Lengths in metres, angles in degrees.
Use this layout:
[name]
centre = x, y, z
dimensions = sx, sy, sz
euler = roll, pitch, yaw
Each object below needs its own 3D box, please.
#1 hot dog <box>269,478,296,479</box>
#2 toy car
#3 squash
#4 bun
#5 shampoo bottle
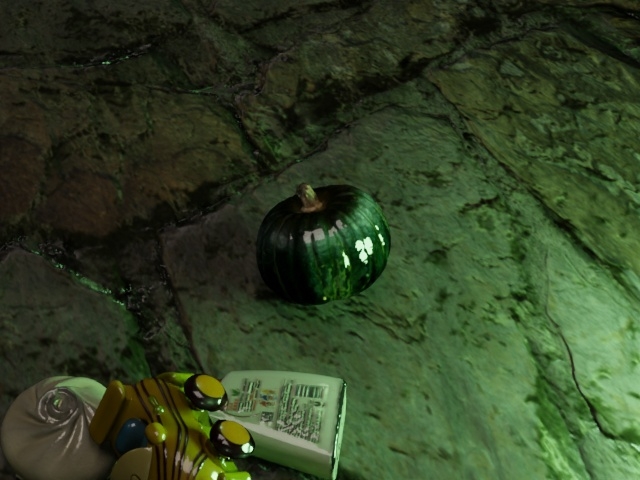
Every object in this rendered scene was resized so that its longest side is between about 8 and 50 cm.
[hot dog]
centre = 0.004, 0.373, 1.468
dimensions = 0.270, 0.082, 0.162
euler = 0, 45, 0
[toy car]
centre = -0.197, 0.278, 1.463
dimensions = 0.142, 0.200, 0.248
euler = 6, 32, -38
[squash]
centre = 0.002, 0.005, 1.790
dimensions = 0.218, 0.172, 0.218
euler = 1, 41, -1
[bun]
centre = -0.346, 0.252, 1.578
dimensions = 0.173, 0.120, 0.173
euler = 1, 43, -1
[shampoo bottle]
centre = -0.108, 0.244, 1.617
dimensions = 0.284, 0.071, 0.153
euler = 4, 46, 9
